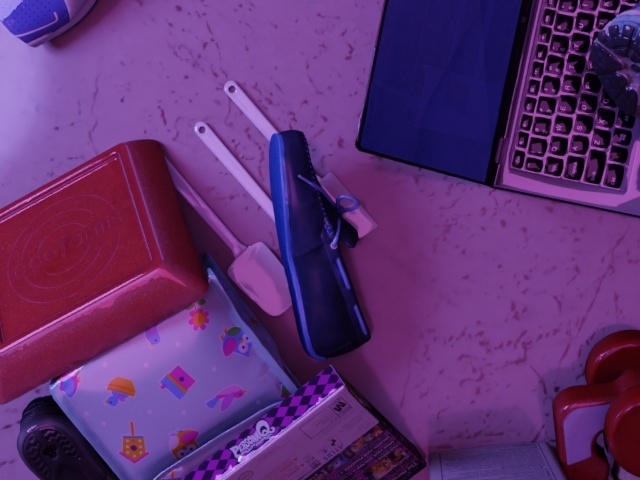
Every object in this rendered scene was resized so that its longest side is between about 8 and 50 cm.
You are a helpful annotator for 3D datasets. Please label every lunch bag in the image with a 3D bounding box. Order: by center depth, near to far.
[{"bbox_3d":[-0.135,0.185,1.315,0.223,0.160,0.262,-34,101,-2],"label":"lunch bag"}]

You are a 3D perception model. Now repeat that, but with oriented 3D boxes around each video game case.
[{"bbox_3d":[-0.024,0.261,1.295,0.232,0.210,0.042,-38,45,4],"label":"video game case"}]

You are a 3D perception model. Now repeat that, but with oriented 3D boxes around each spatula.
[{"bbox_3d":[-0.075,-0.051,1.374,0.168,0.019,0.242,-42,88,5],"label":"spatula"}]

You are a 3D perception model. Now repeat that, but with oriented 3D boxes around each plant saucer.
[{"bbox_3d":[-0.271,0.015,1.298,0.258,0.047,0.259,-28,47,4],"label":"plant saucer"}]

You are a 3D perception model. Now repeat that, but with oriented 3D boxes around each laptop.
[{"bbox_3d":[0.277,-0.232,1.236,0.408,0.236,0.381,12,92,4],"label":"laptop"}]

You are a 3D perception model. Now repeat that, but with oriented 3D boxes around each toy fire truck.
[{"bbox_3d":[0.411,0.233,1.282,0.302,0.169,0.253,-9,109,5],"label":"toy fire truck"}]

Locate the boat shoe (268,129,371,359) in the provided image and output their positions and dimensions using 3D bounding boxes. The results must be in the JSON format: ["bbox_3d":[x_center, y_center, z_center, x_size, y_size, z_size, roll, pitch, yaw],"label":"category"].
[{"bbox_3d":[0.000,0.000,1.327,0.089,0.109,0.258,-12,106,-8],"label":"boat shoe"}]

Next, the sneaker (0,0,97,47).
[{"bbox_3d":[-0.254,-0.364,1.301,0.315,0.182,0.127,-40,86,4],"label":"sneaker"}]

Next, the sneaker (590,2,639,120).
[{"bbox_3d":[0.395,-0.131,1.235,0.122,0.110,0.283,-43,117,-27],"label":"sneaker"}]

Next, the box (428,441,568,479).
[{"bbox_3d":[0.187,0.301,1.211,0.148,0.311,0.121,-6,92,6],"label":"box"}]

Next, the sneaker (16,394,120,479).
[{"bbox_3d":[-0.271,0.265,1.368,0.087,0.130,0.227,-31,116,-1],"label":"sneaker"}]
